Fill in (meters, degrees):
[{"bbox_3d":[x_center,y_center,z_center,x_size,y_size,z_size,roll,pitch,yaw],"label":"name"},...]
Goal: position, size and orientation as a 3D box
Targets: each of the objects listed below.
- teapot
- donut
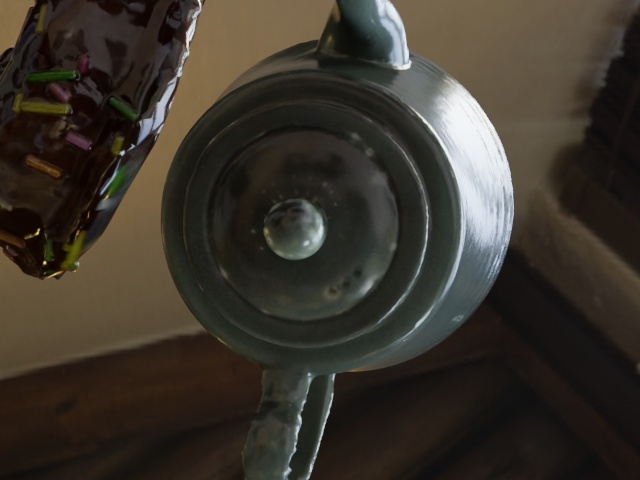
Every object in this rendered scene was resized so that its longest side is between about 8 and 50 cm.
[{"bbox_3d":[0.000,0.000,0.584,0.162,0.149,0.239,12,-83,7],"label":"teapot"},{"bbox_3d":[-0.153,-0.088,0.803,0.096,0.230,0.216,28,-138,-19],"label":"donut"}]
